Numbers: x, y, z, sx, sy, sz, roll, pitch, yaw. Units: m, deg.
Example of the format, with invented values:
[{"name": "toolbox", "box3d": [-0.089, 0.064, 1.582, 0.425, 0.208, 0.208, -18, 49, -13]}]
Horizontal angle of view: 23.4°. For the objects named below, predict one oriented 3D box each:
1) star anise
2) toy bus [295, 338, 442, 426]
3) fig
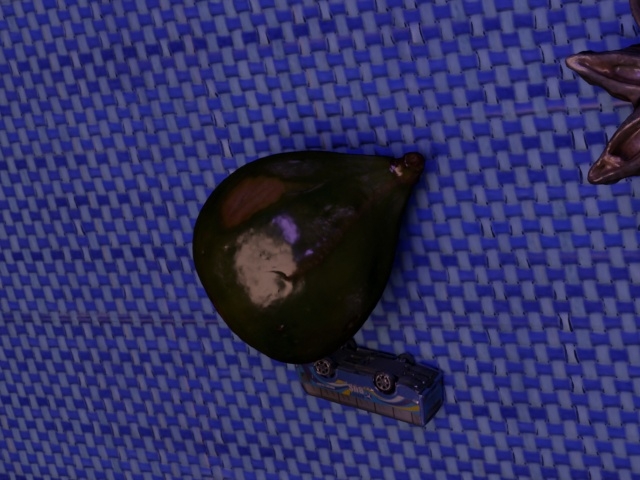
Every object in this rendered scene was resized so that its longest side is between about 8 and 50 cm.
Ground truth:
[{"name": "star anise", "box3d": [0.314, -0.116, 1.198, 0.223, 0.109, 0.236, -13, 85, 30]}, {"name": "toy bus", "box3d": [0.047, 0.139, 1.534, 0.153, 0.051, 0.061, 12, 122, 31]}, {"name": "fig", "box3d": [0.000, 0.000, 1.441, 0.245, 0.195, 0.195, -31, 91, 5]}]
